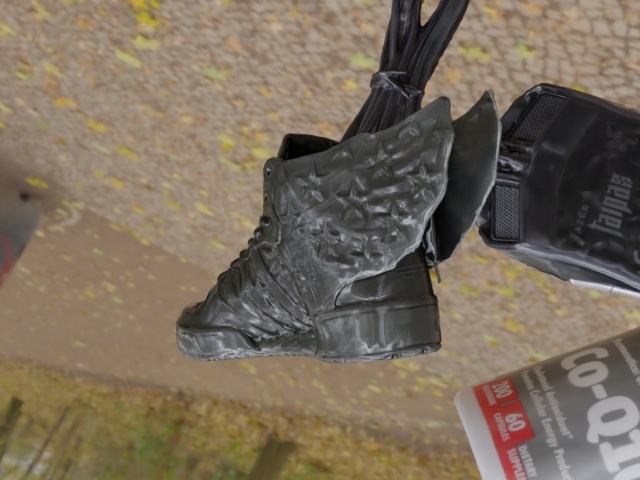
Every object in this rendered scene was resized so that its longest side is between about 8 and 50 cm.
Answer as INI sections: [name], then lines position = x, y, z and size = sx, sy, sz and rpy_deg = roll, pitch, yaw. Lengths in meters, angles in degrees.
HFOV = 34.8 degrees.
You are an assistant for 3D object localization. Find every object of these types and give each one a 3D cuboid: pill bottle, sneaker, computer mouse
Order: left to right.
[sneaker]
position = -0.002, 0.000, 0.392
size = 0.051, 0.089, 0.170
rpy_deg = -7, -179, -41
[computer mouse]
position = 0.146, -0.061, 0.526
size = 0.262, 0.184, 0.060
rpy_deg = 13, 177, 8
[pill bottle]
position = 0.268, 0.153, 0.833
size = 0.283, 0.161, 0.161
rpy_deg = -20, 153, 4
